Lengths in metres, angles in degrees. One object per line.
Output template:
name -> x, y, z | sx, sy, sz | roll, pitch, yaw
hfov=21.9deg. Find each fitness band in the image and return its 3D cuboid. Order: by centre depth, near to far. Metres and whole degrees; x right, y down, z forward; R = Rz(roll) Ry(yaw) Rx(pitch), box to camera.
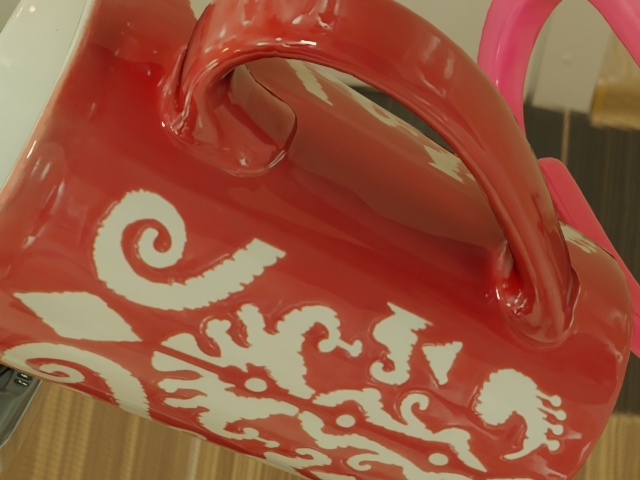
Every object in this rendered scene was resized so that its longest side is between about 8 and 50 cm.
fitness band -> 0.182, -0.051, 1.015 | 0.054, 0.209, 0.291 | -11, 52, -23

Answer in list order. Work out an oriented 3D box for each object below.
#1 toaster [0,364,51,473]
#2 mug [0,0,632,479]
toaster -> -0.222, 0.047, 1.050 | 0.129, 0.146, 0.227 | 20, 68, -3
mug -> -0.005, 0.009, 0.417 | 0.169, 0.150, 0.113 | 28, 84, -22
